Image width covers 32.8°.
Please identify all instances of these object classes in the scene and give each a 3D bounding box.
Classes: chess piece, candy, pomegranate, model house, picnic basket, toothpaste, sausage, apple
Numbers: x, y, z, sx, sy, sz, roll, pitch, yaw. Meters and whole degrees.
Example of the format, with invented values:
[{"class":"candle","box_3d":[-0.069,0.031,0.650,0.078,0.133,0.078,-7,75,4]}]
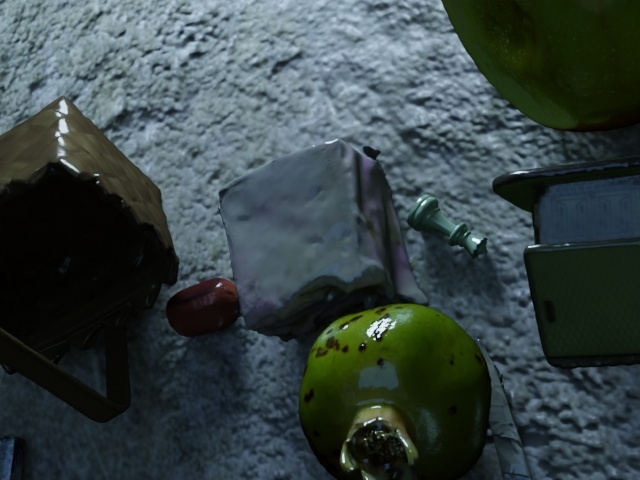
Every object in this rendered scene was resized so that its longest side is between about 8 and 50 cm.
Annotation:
[{"class":"chess piece","box_3d":[0.142,-0.011,1.177,0.093,0.042,0.042,33,90,22]},{"class":"candy","box_3d":[0.000,0.000,1.183,0.184,0.137,0.195,-20,66,19]},{"class":"pomegranate","box_3d":[0.081,0.166,1.049,0.198,0.198,0.246,-56,23,1]},{"class":"model house","box_3d":[0.285,0.069,1.010,0.218,0.205,0.279,-5,81,25]},{"class":"picnic basket","box_3d":[-0.321,0.036,1.235,0.291,0.254,0.321,-32,42,14]},{"class":"toothpaste","box_3d":[-0.390,0.338,1.320,0.040,0.047,0.196,-1,74,10]},{"class":"sausage","box_3d":[-0.134,0.079,1.267,0.094,0.059,0.054,-18,112,19]},{"class":"apple","box_3d":[0.271,-0.303,1.024,0.374,0.374,0.384,-1,77,25]}]

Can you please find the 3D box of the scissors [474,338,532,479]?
[{"class":"scissors","box_3d":[0.197,0.240,1.085,0.109,0.022,0.300,-21,68,18]}]
